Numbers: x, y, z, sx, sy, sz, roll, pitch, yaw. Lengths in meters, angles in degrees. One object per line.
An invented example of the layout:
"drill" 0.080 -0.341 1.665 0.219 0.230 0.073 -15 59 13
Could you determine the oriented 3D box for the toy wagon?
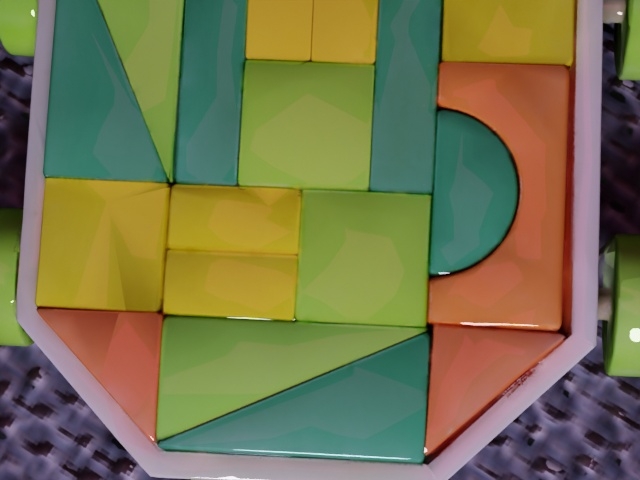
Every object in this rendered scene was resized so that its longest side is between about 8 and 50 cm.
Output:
"toy wagon" 0.000 0.000 0.608 0.267 0.068 0.345 2 83 5
